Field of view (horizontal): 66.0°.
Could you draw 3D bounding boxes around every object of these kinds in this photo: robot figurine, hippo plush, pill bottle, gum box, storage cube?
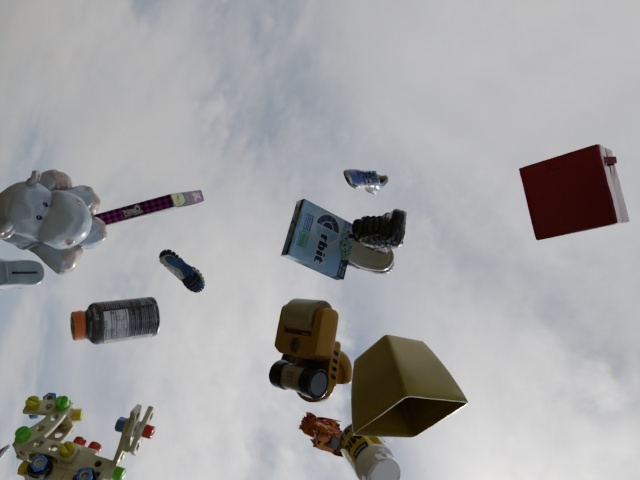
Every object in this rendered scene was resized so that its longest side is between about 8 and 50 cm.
[{"bbox_3d":[0.086,0.644,1.600,0.211,0.290,0.085,11,-99,67],"label":"robot figurine"},{"bbox_3d":[-0.602,-0.077,1.067,0.236,0.294,0.235,-25,-134,57],"label":"hippo plush"},{"bbox_3d":[0.136,0.607,1.381,0.208,0.119,0.119,-165,-91,-73],"label":"pill bottle"},{"bbox_3d":[-0.635,0.249,1.525,0.130,0.245,0.131,4,-85,55],"label":"pill bottle"},{"bbox_3d":[0.000,0.000,1.297,0.041,0.184,0.157,-12,-122,55],"label":"gum box"},{"bbox_3d":[0.645,-0.116,1.248,0.214,0.183,0.193,-15,-97,39],"label":"storage cube"}]

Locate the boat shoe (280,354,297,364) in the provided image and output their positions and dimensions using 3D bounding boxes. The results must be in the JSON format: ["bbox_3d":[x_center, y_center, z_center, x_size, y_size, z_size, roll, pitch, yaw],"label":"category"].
[{"bbox_3d":[-0.092,0.416,1.947,0.095,0.095,0.258,21,-87,22],"label":"boat shoe"}]

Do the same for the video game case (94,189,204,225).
[{"bbox_3d":[-0.464,-0.088,1.347,0.232,0.210,0.042,-14,-84,10],"label":"video game case"}]

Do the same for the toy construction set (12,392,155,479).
[{"bbox_3d":[-0.534,0.451,1.103,0.215,0.327,0.151,-71,160,-56],"label":"toy construction set"}]

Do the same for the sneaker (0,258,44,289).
[{"bbox_3d":[-0.769,0.081,1.123,0.091,0.258,0.094,-14,-104,19],"label":"sneaker"}]

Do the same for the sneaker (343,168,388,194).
[{"bbox_3d":[0.166,-0.233,1.814,0.081,0.211,0.080,-34,-117,36],"label":"sneaker"}]

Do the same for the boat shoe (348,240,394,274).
[{"bbox_3d":[0.097,0.025,1.474,0.324,0.097,0.117,26,-114,40],"label":"boat shoe"}]

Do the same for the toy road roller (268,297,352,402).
[{"bbox_3d":[-0.011,0.369,1.645,0.202,0.240,0.330,-2,-104,45],"label":"toy road roller"}]

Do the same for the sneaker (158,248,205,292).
[{"bbox_3d":[-0.467,0.101,1.662,0.071,0.191,0.083,-47,-163,-19],"label":"sneaker"}]

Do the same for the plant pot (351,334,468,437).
[{"bbox_3d":[0.199,0.360,1.242,0.212,0.212,0.187,-49,-141,34],"label":"plant pot"}]

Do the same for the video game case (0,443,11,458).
[{"bbox_3d":[-0.864,0.588,1.264,0.087,0.011,0.122,-33,-164,13],"label":"video game case"}]

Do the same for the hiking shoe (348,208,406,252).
[{"bbox_3d":[0.136,-0.021,1.213,0.227,0.114,0.086,121,-23,-69],"label":"hiking shoe"}]
